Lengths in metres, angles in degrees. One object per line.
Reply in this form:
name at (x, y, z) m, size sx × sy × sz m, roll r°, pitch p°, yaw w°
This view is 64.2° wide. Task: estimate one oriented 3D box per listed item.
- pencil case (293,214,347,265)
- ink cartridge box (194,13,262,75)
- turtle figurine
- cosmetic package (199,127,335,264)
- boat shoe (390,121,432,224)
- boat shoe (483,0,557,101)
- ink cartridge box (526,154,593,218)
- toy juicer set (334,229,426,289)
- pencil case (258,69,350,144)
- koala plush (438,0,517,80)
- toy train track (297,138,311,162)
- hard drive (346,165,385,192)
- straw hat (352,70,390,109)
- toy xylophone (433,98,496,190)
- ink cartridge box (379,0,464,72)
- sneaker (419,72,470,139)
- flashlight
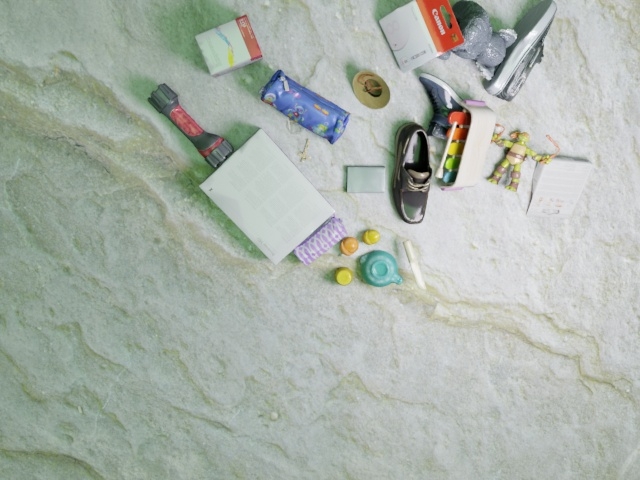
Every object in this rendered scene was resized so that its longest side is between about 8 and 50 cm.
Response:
pencil case at (0.000, 0.000, 1.804) m, size 0.206 × 0.086 × 0.088 m, roll -41°, pitch 112°, yaw 6°
ink cartridge box at (-0.285, -0.605, 1.604) m, size 0.176 × 0.128 × 0.128 m, roll -22°, pitch 105°, yaw 0°
turtle figurine at (0.668, -0.295, 1.789) m, size 0.269 × 0.087 × 0.218 m, roll 25°, pitch 106°, yaw 10°
cosmetic package at (-0.178, -0.148, 1.746) m, size 0.284 × 0.097 × 0.377 m, roll -41°, pitch 104°, yaw 4°
boat shoe at (0.314, -0.222, 1.752) m, size 0.132 × 0.130 × 0.356 m, roll -7°, pitch 105°, yaw -3°
boat shoe at (0.682, -0.625, 1.703) m, size 0.119 × 0.121 × 0.335 m, roll 24°, pitch 111°, yaw -19°
ink cartridge box at (0.859, -0.193, 1.860) m, size 0.180 × 0.056 × 0.225 m, roll 5°, pitch 122°, yaw -6°
toy juicer set at (0.217, 0.066, 1.847) m, size 0.328 × 0.089 × 0.210 m, roll 2°, pitch 91°, yaw 3°
pencil case at (-0.048, -0.439, 1.667) m, size 0.306 × 0.133 × 0.120 m, roll 30°, pitch 71°, yaw -12°
koala plush at (0.512, -0.636, 1.647) m, size 0.221 × 0.203 × 0.196 m, roll 27°, pitch 101°, yaw -23°
toy train track at (-0.050, -0.308, 1.759) m, size 0.048 × 0.014 × 0.084 m, roll 15°, pitch 102°, yaw -9°
hard drive at (0.159, -0.214, 1.797) m, size 0.135 × 0.022 × 0.094 m, roll -1°, pitch 104°, yaw -5°
straw hat at (0.181, -0.515, 1.699) m, size 0.144 × 0.144 × 0.061 m, roll 43°, pitch 55°, yaw -13°
toy xylophone at (0.475, -0.312, 1.710) m, size 0.236 × 0.081 × 0.323 m, roll 2°, pitch 112°, yaw -36°
ink cartridge box at (0.311, -0.655, 1.600) m, size 0.066 × 0.232 × 0.189 m, roll -36°, pitch 106°, yaw -27°
sneaker at (0.387, -0.442, 1.725) m, size 0.226 × 0.086 × 0.163 m, roll 37°, pitch 96°, yaw -14°
flashlight at (-0.420, -0.376, 1.664) m, size 0.103 × 0.103 × 0.304 m, roll -41°, pitch 105°, yaw 7°
